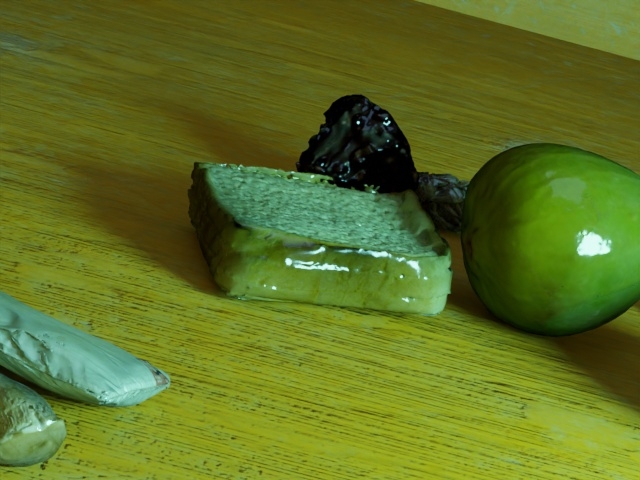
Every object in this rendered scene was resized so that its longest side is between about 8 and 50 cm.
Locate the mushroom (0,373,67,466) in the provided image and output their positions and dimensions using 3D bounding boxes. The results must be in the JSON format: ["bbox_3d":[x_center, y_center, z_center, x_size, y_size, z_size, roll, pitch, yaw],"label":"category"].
[{"bbox_3d":[-0.261,0.109,1.069,0.202,0.054,0.059,26,-7,39],"label":"mushroom"}]

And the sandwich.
[{"bbox_3d":[0.000,0.001,1.504,0.251,0.087,0.226,6,19,-18],"label":"sandwich"}]

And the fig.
[{"bbox_3d":[0.257,0.004,1.534,0.230,0.207,0.207,11,19,-33],"label":"fig"}]

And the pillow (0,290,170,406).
[{"bbox_3d":[-0.236,0.077,1.150,0.229,0.051,0.128,22,5,14],"label":"pillow"}]

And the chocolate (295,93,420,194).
[{"bbox_3d":[0.021,-0.083,1.725,0.133,0.156,0.156,-33,45,-27],"label":"chocolate"}]

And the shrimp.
[{"bbox_3d":[0.185,-0.039,1.790,0.190,0.075,0.073,25,-15,-3],"label":"shrimp"}]
